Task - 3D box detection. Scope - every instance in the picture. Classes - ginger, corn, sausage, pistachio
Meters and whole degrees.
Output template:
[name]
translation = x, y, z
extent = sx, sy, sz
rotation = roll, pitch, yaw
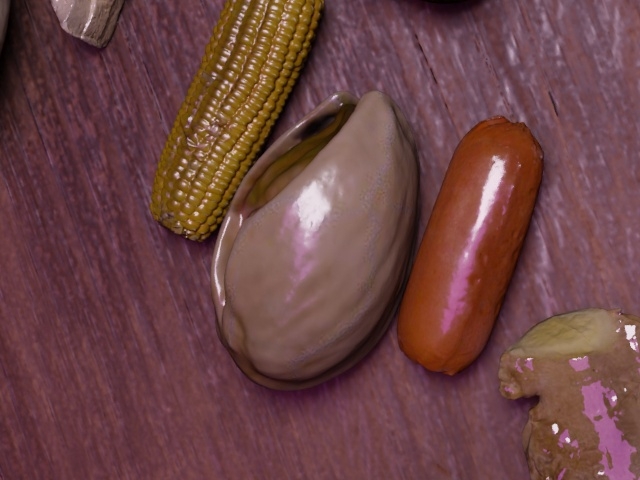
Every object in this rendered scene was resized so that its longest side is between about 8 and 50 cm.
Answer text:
[ginger]
translation = 0.220, 0.153, 0.933
extent = 0.137, 0.074, 0.213
rotation = -29, 89, 12
[corn]
translation = -0.069, -0.107, 1.001
extent = 0.080, 0.080, 0.231
rotation = 27, 96, 13
[sausage]
translation = 0.114, 0.003, 0.958
extent = 0.076, 0.076, 0.197
rotation = 20, 93, 14
[pistachio]
translation = 0.000, 0.000, 0.960
extent = 0.138, 0.153, 0.238
rotation = 17, 93, 54

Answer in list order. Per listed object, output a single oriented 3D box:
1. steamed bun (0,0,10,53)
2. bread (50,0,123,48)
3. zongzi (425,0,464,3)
[steamed bun]
translation = -0.400, -0.197, 1.020
extent = 0.324, 0.206, 0.324
rotation = 0, 91, 12
[bread]
translation = -0.218, -0.244, 1.042
extent = 0.152, 0.077, 0.105
rotation = 36, 97, 13
[zongzi]
translation = -0.040, -0.257, 0.960
extent = 0.300, 0.138, 0.286
rotation = -31, 86, 7
